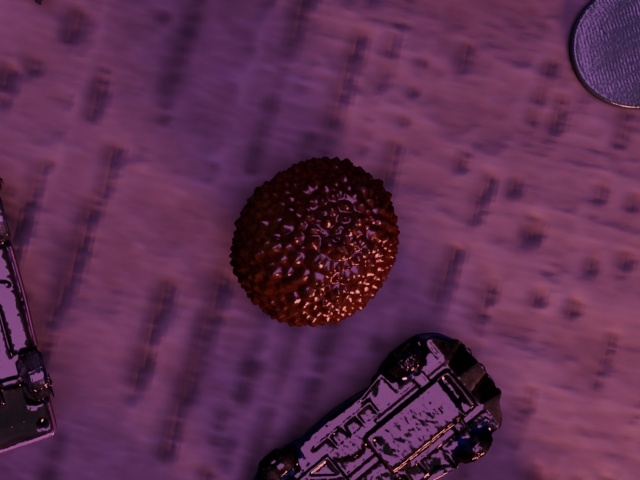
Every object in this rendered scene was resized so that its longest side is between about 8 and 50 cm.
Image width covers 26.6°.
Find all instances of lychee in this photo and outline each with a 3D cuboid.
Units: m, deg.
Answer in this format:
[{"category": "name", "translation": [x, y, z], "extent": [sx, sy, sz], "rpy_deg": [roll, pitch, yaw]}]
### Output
[{"category": "lychee", "translation": [-0.002, -0.002, 0.978], "extent": [0.123, 0.129, 0.123], "rpy_deg": [8, 54, -11]}]

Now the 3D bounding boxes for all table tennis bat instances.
[{"category": "table tennis bat", "translation": [0.270, -0.158, 1.062], "extent": [0.155, 0.019, 0.100], "rpy_deg": [-15, 95, -6]}]

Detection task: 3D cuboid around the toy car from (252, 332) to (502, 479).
[{"category": "toy car", "translation": [0.037, 0.160, 1.020], "extent": [0.216, 0.063, 0.103], "rpy_deg": [-39, 97, 1]}]

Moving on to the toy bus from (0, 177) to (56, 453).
[{"category": "toy bus", "translation": [-0.250, 0.048, 0.950], "extent": [0.096, 0.108, 0.198], "rpy_deg": [-15, 97, -12]}]

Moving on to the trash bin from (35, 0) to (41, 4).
[{"category": "trash bin", "translation": [-0.188, -0.269, 0.877], "extent": [0.163, 0.234, 0.184], "rpy_deg": [27, 88, -9]}]
